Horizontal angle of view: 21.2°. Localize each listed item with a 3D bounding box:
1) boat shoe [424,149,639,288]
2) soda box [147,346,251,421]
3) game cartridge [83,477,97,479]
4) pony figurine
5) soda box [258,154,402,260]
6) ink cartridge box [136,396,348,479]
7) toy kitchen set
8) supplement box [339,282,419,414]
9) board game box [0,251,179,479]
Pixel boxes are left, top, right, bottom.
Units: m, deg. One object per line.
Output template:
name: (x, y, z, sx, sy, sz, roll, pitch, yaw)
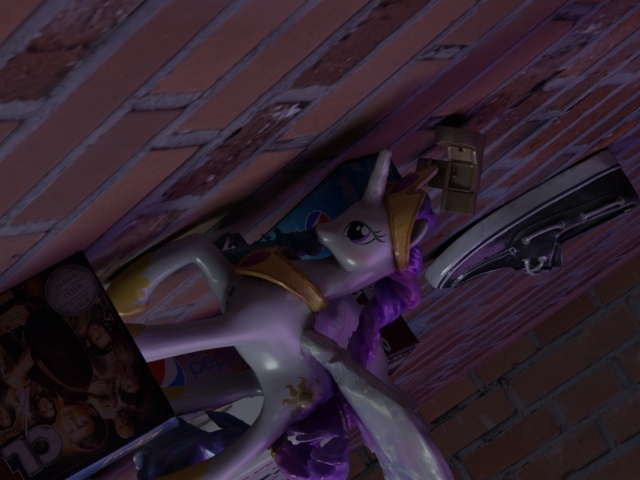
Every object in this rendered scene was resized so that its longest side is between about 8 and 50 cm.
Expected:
boat shoe: (0.285, -0.003, 2.287, 0.301, 0.102, 0.108, -30, 168, -5)
soda box: (-0.167, 0.156, 1.881, 0.263, 0.083, 0.092, -19, 163, -46)
game cartridge: (-0.268, 0.376, 2.280, 0.294, 0.196, 0.060, 110, 4, -72)
pony figurine: (-0.020, 0.119, 1.570, 0.363, 0.351, 0.303, -23, -154, -4)
soda box: (0.000, 0.000, 1.710, 0.071, 0.067, 0.210, -17, 162, -48)
ink cartridge box: (-0.104, 0.277, 2.391, 0.223, 0.129, 0.307, -32, 167, 4)
toy kitchen set: (0.120, -0.072, 1.726, 0.068, 0.083, 0.075, 8, -179, 20)
supplement box: (0.031, 0.125, 2.121, 0.073, 0.130, 0.239, -26, 166, -23)
board game box: (-0.261, 0.139, 1.406, 0.243, 0.165, 0.042, -30, 167, -11)
